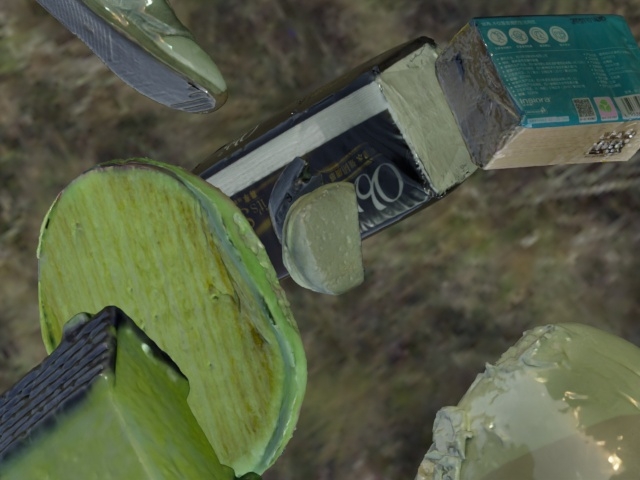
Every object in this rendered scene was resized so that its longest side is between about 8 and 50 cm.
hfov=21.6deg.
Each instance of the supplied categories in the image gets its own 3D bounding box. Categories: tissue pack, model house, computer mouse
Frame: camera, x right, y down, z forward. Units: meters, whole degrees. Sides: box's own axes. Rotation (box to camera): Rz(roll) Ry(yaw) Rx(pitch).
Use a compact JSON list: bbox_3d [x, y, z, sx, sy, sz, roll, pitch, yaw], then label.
[{"bbox_3d":[0.013,-0.094,2.186,0.370,0.210,0.198,-27,99,36],"label":"tissue pack"},{"bbox_3d":[-0.171,0.177,1.257,0.194,0.170,0.211,-39,65,20],"label":"model house"},{"bbox_3d":[-0.028,-0.034,1.874,0.079,0.047,0.135,50,144,27],"label":"computer mouse"},{"bbox_3d":[0.197,-0.128,1.442,0.082,0.169,0.120,-53,51,49],"label":"tissue pack"}]

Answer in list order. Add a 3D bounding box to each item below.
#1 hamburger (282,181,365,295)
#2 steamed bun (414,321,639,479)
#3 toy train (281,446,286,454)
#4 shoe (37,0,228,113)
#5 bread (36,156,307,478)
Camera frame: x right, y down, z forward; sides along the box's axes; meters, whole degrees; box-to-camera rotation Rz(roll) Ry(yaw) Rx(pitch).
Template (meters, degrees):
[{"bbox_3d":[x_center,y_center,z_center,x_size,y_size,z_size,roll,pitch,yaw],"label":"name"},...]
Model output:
[{"bbox_3d":[-0.002,-0.001,1.761,0.054,0.084,0.121,24,117,61],"label":"hamburger"},{"bbox_3d":[0.240,0.271,1.640,0.312,0.233,0.334,32,128,24],"label":"steamed bun"},{"bbox_3d":[-0.108,0.198,1.899,0.170,0.071,0.111,-8,91,42],"label":"toy train"},{"bbox_3d":[-0.196,-0.239,1.732,0.275,0.098,0.103,43,160,-12],"label":"shoe"},{"bbox_3d":[-0.131,0.074,1.414,0.301,0.045,0.301,15,116,35],"label":"bread"}]
